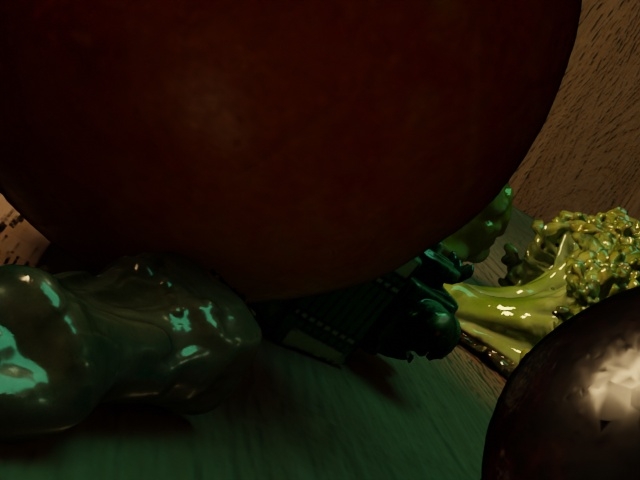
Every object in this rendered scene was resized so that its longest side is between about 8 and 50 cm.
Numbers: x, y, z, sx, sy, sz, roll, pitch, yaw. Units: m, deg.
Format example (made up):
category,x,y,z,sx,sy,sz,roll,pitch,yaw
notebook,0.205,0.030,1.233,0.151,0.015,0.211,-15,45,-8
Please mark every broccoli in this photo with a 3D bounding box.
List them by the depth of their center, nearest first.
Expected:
category,x,y,z,sx,sy,sz,roll,pitch,yaw
broccoli,0.224,0.044,1.101,0.273,0.180,0.242,31,11,2

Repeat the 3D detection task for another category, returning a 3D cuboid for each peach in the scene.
category,x,y,z,sx,sy,sz,roll,pitch,yaw
peach,-0.047,-0.166,0.650,0.388,0.388,0.388,30,10,-6

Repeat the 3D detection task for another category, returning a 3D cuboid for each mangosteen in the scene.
category,x,y,z,sx,sy,sz,roll,pitch,yaw
mangosteen,0.164,0.114,0.573,0.211,0.211,0.250,28,-1,-18

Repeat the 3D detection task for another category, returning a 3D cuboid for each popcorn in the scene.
category,x,y,z,sx,sy,sz,roll,pitch,yaw
popcorn,0.124,-0.056,1.336,0.187,0.167,0.185,34,5,-7

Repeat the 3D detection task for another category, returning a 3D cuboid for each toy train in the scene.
category,x,y,z,sx,sy,sz,roll,pitch,yaw
toy train,0.000,0.000,0.880,0.154,0.115,0.269,22,18,-34

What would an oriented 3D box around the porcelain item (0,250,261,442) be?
category,x,y,z,sx,sy,sz,roll,pitch,yaw
porcelain item,-0.113,0.042,0.481,0.081,0.069,0.216,40,17,21
